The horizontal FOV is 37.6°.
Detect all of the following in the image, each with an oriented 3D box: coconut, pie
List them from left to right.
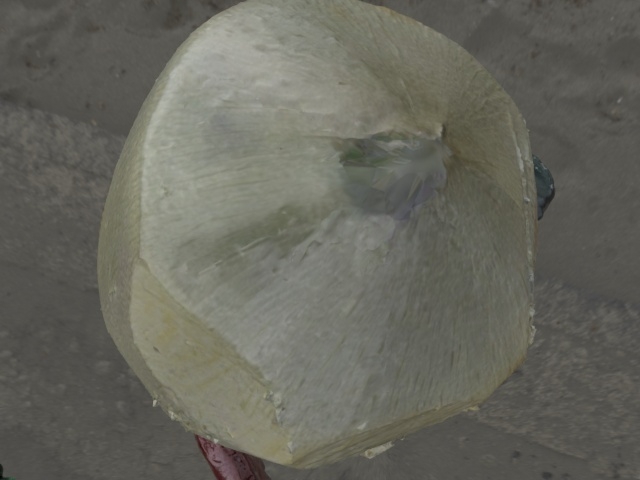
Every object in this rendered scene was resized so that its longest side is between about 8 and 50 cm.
[{"bbox_3d":[-0.081,0.191,0.858,0.036,0.154,0.155,-29,78,-4],"label":"pie"},{"bbox_3d":[0.000,0.000,0.509,0.244,0.247,0.245,3,82,-18],"label":"coconut"}]

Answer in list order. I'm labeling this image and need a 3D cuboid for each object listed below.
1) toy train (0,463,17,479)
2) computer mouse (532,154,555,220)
[{"bbox_3d":[-0.341,0.263,0.852,0.071,0.178,0.105,32,101,27],"label":"toy train"},{"bbox_3d":[0.100,-0.056,1.099,0.203,0.373,0.114,-20,99,-39],"label":"computer mouse"}]
